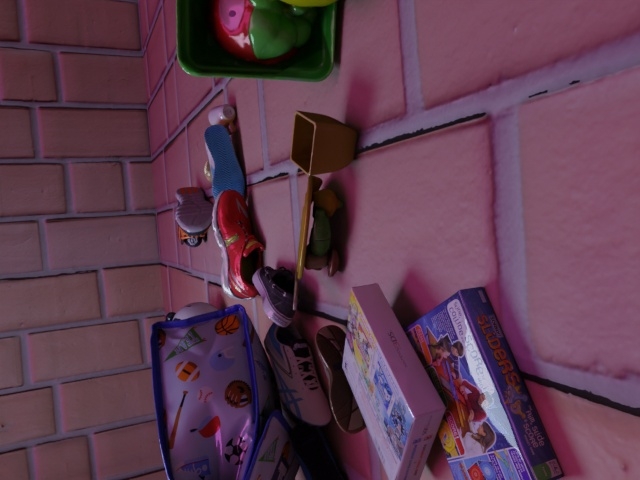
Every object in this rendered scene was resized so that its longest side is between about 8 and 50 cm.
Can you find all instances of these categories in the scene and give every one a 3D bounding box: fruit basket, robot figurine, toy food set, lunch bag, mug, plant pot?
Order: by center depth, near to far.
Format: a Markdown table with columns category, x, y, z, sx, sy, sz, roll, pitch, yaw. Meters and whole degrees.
| category | x | y | z | sx | sy | sz | roll | pitch | yaw |
| --- | --- | --- | --- | --- | --- | --- | --- | --- | --- |
| fruit basket | -0.070 | -0.421 | 0.749 | 0.392 | 0.283 | 0.392 | 180 | 90 | -82 |
| plant pot | 0.009 | -0.152 | 0.804 | 0.081 | 0.083 | 0.081 | -133 | 44 | -53 |
| toy food set | 0.000 | 0.000 | 0.887 | 0.128 | 0.071 | 0.217 | -93 | 10 | -69 |
| lunch bag | -0.174 | 0.375 | 1.018 | 0.327 | 0.239 | 0.385 | 78 | 177 | -51 |
| mug | -0.249 | -0.327 | 1.372 | 0.064 | 0.078 | 0.062 | -5 | 57 | 56 |
| robot figurine | -0.390 | 0.326 | 1.639 | 0.173 | 0.209 | 0.278 | -106 | 24 | -51 |

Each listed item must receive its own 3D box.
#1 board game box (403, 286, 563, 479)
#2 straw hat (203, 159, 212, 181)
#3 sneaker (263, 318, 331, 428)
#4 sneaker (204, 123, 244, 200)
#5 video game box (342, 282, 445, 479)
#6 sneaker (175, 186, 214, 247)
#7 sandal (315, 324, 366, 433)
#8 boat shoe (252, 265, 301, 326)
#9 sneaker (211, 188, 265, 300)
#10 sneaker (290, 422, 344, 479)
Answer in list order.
| category | x | y | z | sx | sy | sz | roll | pitch | yaw |
| --- | --- | --- | --- | --- | --- | --- | --- | --- | --- |
| board game box | 0.169 | 0.171 | 0.582 | 0.136 | 0.035 | 0.201 | 126 | 133 | -55 |
| straw hat | -0.299 | -0.199 | 1.481 | 0.144 | 0.061 | 0.144 | 175 | 90 | -66 |
| sneaker | -0.044 | 0.248 | 1.000 | 0.237 | 0.085 | 0.086 | 58 | 134 | 38 |
| sneaker | -0.246 | -0.184 | 1.363 | 0.092 | 0.087 | 0.228 | 128 | 133 | -85 |
| video game box | 0.087 | 0.193 | 0.698 | 0.205 | 0.048 | 0.187 | -115 | 18 | -44 |
| sneaker | -0.411 | -0.044 | 1.709 | 0.321 | 0.125 | 0.180 | -119 | 28 | -60 |
| sandal | 0.037 | 0.223 | 0.842 | 0.049 | 0.072 | 0.180 | 93 | 160 | -54 |
| boat shoe | -0.084 | 0.093 | 1.065 | 0.076 | 0.080 | 0.228 | -52 | 18 | 7 |
| sneaker | -0.184 | 0.005 | 1.266 | 0.118 | 0.107 | 0.279 | -15 | 84 | 46 |
| sneaker | 0.007 | 0.438 | 0.961 | 0.082 | 0.069 | 0.209 | 73 | 171 | -64 |
